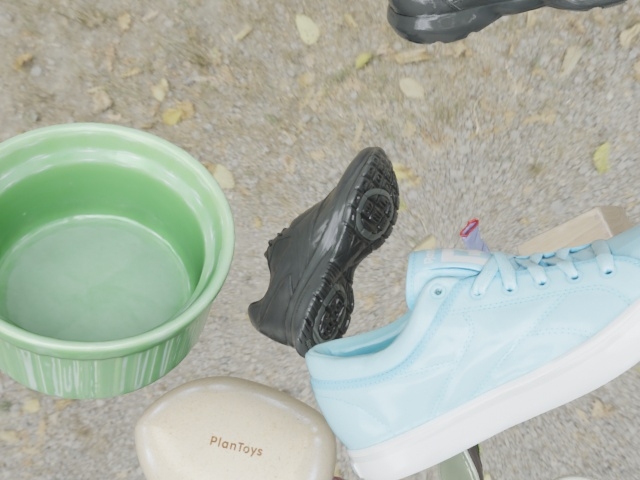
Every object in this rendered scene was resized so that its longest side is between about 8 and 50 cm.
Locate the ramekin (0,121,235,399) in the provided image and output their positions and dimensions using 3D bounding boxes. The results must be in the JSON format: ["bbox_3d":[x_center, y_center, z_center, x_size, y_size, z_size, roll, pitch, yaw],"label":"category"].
[{"bbox_3d":[-0.254,0.027,0.899,0.303,0.148,0.304,8,51,-10],"label":"ramekin"}]

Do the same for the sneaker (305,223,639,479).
[{"bbox_3d":[0.144,0.055,0.648,0.365,0.135,0.150,-34,94,12],"label":"sneaker"}]

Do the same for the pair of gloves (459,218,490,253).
[{"bbox_3d":[0.239,0.065,1.415,0.023,0.159,0.198,20,50,41],"label":"pair of gloves"}]

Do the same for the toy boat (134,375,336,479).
[{"bbox_3d":[-0.134,0.337,1.035,0.267,0.148,0.318,17,71,9],"label":"toy boat"}]

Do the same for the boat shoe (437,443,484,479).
[{"bbox_3d":[0.233,0.347,1.341,0.081,0.068,0.228,-10,103,44],"label":"boat shoe"}]

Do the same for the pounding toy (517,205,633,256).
[{"bbox_3d":[0.343,0.021,0.991,0.130,0.141,0.100,-30,75,32],"label":"pounding toy"}]

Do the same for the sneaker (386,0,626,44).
[{"bbox_3d":[0.175,-0.238,0.642,0.267,0.106,0.101,-14,42,11],"label":"sneaker"}]

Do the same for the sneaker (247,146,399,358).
[{"bbox_3d":[0.000,0.000,0.991,0.130,0.109,0.286,12,64,37],"label":"sneaker"}]

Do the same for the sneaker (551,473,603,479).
[{"bbox_3d":[0.445,0.388,0.993,0.349,0.148,0.131,25,83,22],"label":"sneaker"}]

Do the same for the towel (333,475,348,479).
[{"bbox_3d":[-0.074,0.413,1.227,0.328,0.037,0.237,6,125,34],"label":"towel"}]
